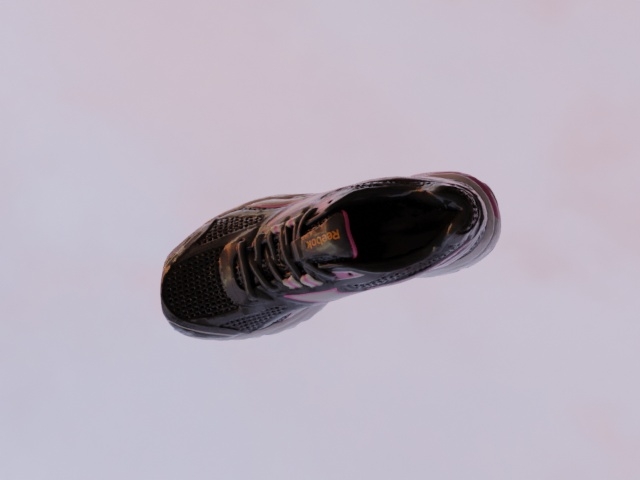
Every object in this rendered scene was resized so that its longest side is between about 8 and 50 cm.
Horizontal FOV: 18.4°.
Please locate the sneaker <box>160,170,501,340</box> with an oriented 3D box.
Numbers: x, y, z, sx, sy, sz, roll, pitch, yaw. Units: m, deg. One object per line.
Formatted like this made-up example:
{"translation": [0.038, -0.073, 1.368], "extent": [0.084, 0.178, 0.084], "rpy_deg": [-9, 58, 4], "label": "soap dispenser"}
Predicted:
{"translation": [0.000, 0.000, 0.988], "extent": [0.178, 0.077, 0.072], "rpy_deg": [-20, -96, 6], "label": "sneaker"}
